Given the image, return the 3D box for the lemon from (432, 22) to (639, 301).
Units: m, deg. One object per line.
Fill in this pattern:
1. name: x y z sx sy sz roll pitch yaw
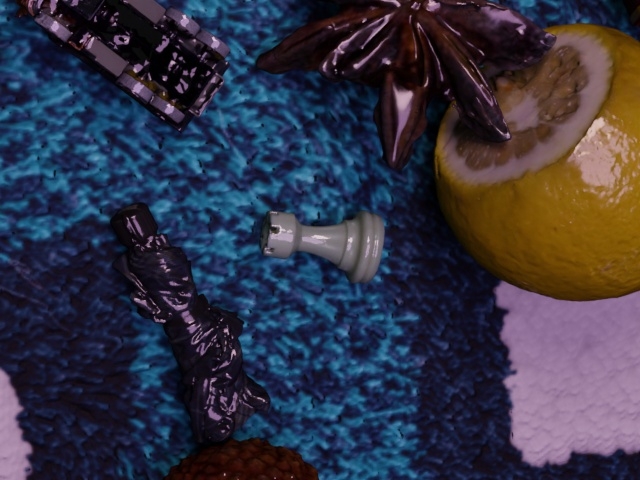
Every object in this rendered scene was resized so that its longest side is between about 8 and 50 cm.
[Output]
1. lemon: 0.235 -0.055 1.524 0.240 0.240 0.219 -50 123 -6

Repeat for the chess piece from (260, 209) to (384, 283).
1. chess piece: 0.000 0.000 1.538 0.103 0.067 0.067 9 97 -13

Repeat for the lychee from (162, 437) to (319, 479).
1. lychee: -0.064 0.267 1.499 0.188 0.188 0.188 -4 101 -20

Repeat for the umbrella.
1. umbrella: -0.114 0.067 1.505 0.080 0.071 0.224 -38 108 -40

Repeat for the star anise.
1. star anise: 0.074 -0.185 1.478 0.212 0.129 0.283 -39 69 -20

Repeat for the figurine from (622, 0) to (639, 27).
1. figurine: 0.293 -0.248 1.577 0.082 0.098 0.154 -24 87 -18

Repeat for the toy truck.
1. toy truck: -0.162 -0.171 1.430 0.192 0.092 0.083 36 87 -30
